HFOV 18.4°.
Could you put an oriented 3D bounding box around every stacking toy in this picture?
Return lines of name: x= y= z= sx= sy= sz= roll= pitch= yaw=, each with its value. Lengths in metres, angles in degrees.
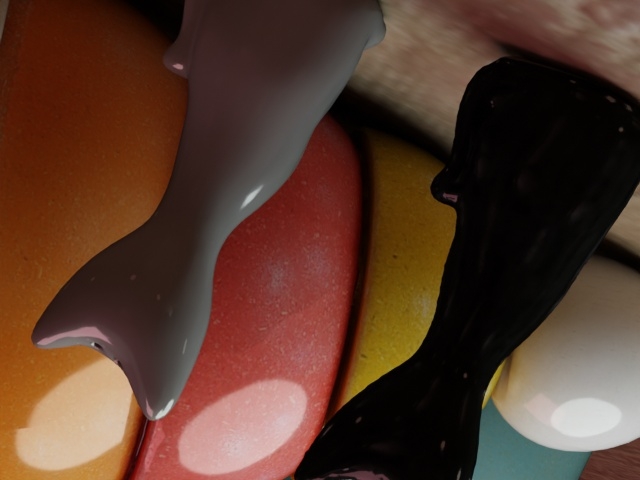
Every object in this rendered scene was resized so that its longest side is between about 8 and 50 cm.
stacking toy: x=-0.013 y=0.035 z=1.117 sx=0.480 sy=0.350 sz=0.350 roll=10 pitch=176 yaw=-8

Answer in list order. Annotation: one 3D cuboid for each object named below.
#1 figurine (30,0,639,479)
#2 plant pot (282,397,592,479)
figurine: x=0.005 y=0.002 z=0.851 sx=0.215 sy=0.209 sz=0.092 roll=26 pitch=173 yaw=8
plant pot: x=0.064 y=0.149 z=1.414 sx=0.271 sy=0.255 sz=0.271 roll=42 pitch=166 yaw=13
